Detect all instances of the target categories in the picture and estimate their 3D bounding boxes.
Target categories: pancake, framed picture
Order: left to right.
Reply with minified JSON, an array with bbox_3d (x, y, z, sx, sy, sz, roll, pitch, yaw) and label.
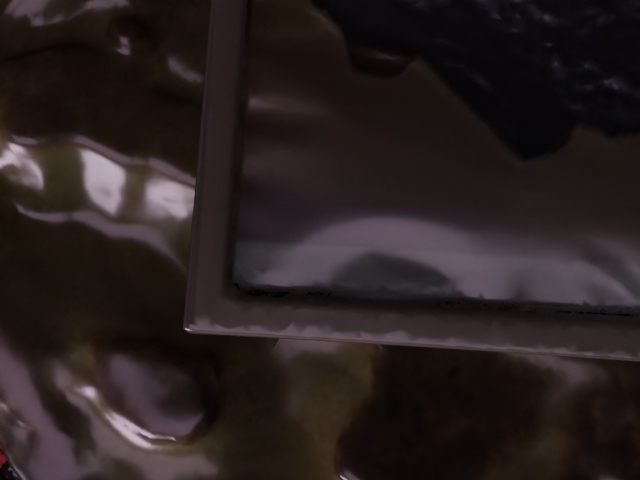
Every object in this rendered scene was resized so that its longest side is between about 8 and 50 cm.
[{"bbox_3d":[0.000,0.000,0.593,0.294,0.049,0.294,0,85,4],"label":"pancake"},{"bbox_3d":[0.092,-0.056,0.547,0.265,0.018,0.192,3,88,7],"label":"framed picture"}]

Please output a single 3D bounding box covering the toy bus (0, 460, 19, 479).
[{"bbox_3d":[-0.050,0.069,0.688,0.087,0.098,0.178,42,117,1],"label":"toy bus"}]
